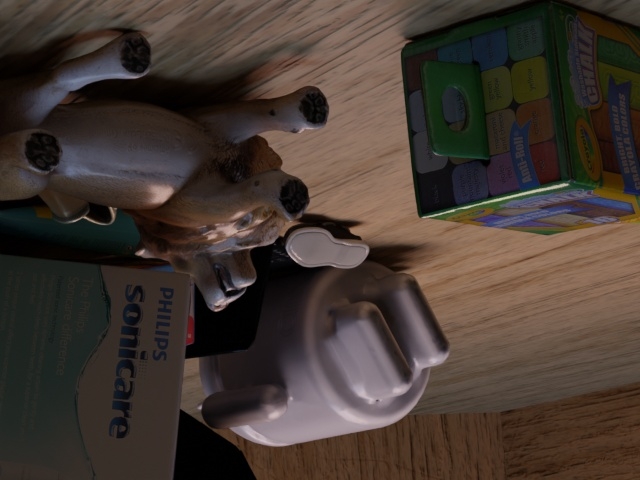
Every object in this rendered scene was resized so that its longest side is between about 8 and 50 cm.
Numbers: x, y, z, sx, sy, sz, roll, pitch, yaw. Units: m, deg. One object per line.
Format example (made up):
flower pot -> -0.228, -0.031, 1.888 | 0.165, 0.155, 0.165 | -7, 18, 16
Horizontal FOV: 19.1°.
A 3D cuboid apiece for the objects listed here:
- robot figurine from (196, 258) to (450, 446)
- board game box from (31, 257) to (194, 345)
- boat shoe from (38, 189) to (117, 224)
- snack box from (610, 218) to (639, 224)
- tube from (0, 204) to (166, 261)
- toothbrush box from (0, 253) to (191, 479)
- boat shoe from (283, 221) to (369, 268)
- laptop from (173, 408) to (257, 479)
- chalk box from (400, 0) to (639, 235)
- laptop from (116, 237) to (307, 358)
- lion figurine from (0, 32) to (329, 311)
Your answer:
robot figurine -> -0.008, 0.136, 2.263 | 0.300, 0.199, 0.353 | -30, -172, -41
board game box -> -0.301, 0.065, 1.802 | 0.302, 0.086, 0.308 | 1, -178, 10
boat shoe -> -0.202, -0.050, 1.525 | 0.068, 0.072, 0.190 | -9, 169, 19
snack box -> 0.350, -0.068, 1.696 | 0.175, 0.070, 0.207 | -3, 168, -12
tube -> -0.234, -0.013, 1.784 | 0.207, 0.052, 0.080 | 6, 167, -35
toothbrush box -> -0.252, 0.128, 1.411 | 0.296, 0.216, 0.126 | 5, 158, -4
boat shoe -> 0.000, 0.000, 1.980 | 0.125, 0.038, 0.046 | 6, 122, -49
laptop -> -0.265, 0.277, 2.012 | 0.408, 0.236, 0.382 | -20, -157, -8
chalk box -> 0.147, -0.084, 1.345 | 0.132, 0.132, 0.213 | -13, 168, 37
laptop -> -0.140, 0.080, 2.076 | 0.234, 0.136, 0.264 | -8, 169, 17
lion figurine -> -0.156, -0.061, 1.395 | 0.392, 0.142, 0.240 | 20, 160, -40
